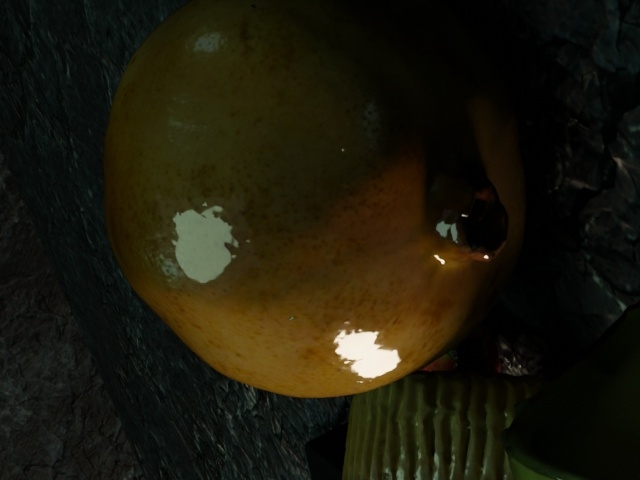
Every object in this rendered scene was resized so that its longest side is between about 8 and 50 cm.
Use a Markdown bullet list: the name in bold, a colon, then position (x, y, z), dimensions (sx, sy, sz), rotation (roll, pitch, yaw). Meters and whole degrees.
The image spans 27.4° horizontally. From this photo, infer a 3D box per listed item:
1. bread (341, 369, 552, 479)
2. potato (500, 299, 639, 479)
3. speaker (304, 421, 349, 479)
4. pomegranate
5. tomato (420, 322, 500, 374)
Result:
- **bread**: position (0.150, 0.216, 1.288), dimensions (0.227, 0.254, 0.142), rotation (72, -160, -69)
- **potato**: position (0.295, 0.201, 0.986), dimensions (0.330, 0.280, 0.212), rotation (14, 122, 58)
- **speaker**: position (0.127, 0.351, 1.558), dimensions (0.254, 0.184, 0.232), rotation (28, 136, 55)
- **pomegranate**: position (0.011, -0.054, 1.221), dimensions (0.416, 0.417, 0.416), rotation (44, 147, 38)
- **tomato**: position (0.138, 0.120, 1.435), dimensions (0.159, 0.091, 0.139), rotation (54, 146, 6)
